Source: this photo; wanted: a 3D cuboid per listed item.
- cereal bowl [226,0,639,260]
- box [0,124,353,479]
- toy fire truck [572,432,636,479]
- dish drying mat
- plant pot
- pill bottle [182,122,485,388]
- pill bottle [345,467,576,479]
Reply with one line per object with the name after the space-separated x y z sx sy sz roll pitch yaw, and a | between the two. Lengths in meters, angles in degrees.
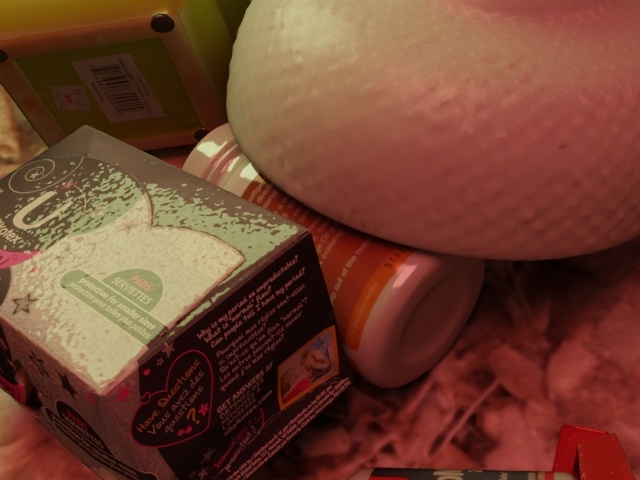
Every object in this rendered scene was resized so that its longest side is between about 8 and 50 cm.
0.105 -0.138 0.715 0.339 0.141 0.339 4 37 -3 | cereal bowl
-0.130 0.046 0.666 0.163 0.142 0.247 -39 42 -27 | box
0.231 0.196 0.570 0.135 0.047 0.192 -12 54 0 | toy fire truck
0.162 0.158 0.644 0.032 0.008 0.083 9 58 18 | dish drying mat
-0.165 -0.201 0.852 0.227 0.228 0.207 -6 59 8 | plant pot
0.000 0.000 0.725 0.216 0.121 0.121 35 68 31 | pill bottle
0.058 0.186 0.584 0.180 0.108 0.108 -2 54 12 | pill bottle
